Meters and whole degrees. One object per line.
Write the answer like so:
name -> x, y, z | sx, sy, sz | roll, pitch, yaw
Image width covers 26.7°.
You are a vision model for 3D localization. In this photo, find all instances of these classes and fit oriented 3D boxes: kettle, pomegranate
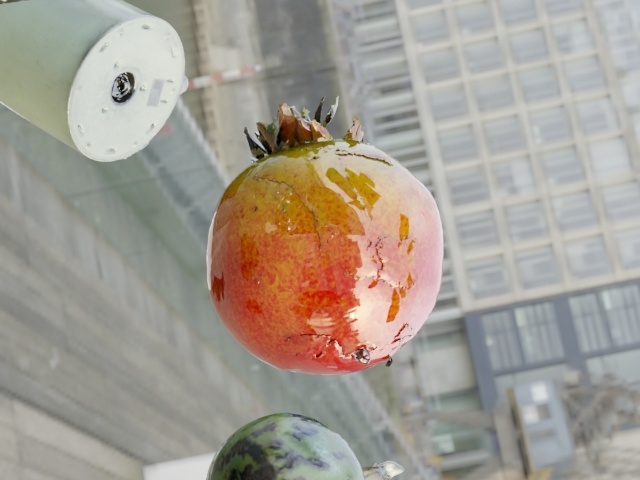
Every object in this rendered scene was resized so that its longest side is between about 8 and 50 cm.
kettle -> -0.277, -0.208, 1.487 | 0.240, 0.255, 0.165 | -9, 120, -54
pomegranate -> 0.000, 0.000, 1.149 | 0.210, 0.210, 0.235 | -13, 87, -85
pomegranate -> -0.004, 0.171, 0.886 | 0.122, 0.162, 0.122 | 15, -73, 61

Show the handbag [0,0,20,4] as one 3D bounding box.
handbag -> -0.110, -0.307, 0.750 | 0.122, 0.303, 0.329 | -39, 122, -75
